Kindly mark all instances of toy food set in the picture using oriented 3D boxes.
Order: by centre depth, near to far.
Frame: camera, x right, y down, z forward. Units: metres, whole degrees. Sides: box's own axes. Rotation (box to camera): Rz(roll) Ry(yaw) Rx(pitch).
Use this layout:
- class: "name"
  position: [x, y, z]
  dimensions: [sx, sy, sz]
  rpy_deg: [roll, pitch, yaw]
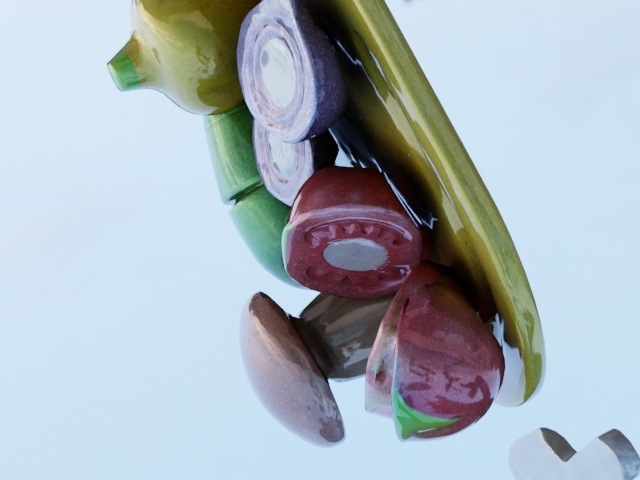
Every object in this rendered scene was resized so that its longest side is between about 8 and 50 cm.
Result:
- class: "toy food set"
  position: [0.000, 0.000, 0.456]
  dimensions: [0.071, 0.217, 0.128]
  rpy_deg: [-29, 178, -11]
